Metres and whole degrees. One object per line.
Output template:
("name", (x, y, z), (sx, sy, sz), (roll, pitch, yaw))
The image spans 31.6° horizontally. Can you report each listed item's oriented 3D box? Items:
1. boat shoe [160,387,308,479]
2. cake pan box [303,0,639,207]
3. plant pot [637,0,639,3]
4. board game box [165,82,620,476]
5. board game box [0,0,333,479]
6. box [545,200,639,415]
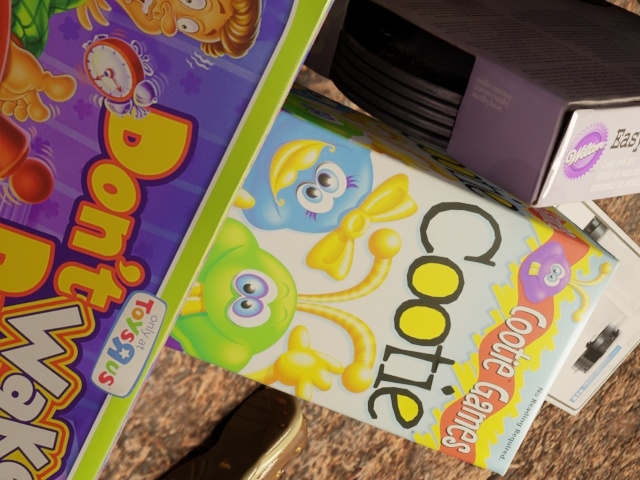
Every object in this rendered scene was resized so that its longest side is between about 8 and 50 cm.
("boat shoe", (-0.075, 0.196, 0.880), (0.178, 0.064, 0.060), (-44, 138, -16))
("cake pan box", (0.135, -0.112, 0.724), (0.267, 0.246, 0.070), (-10, 123, -41))
("plant pot", (0.289, -0.283, 0.733), (0.247, 0.247, 0.252), (-36, -178, -21))
("board game box", (0.000, 0.000, 0.646), (0.275, 0.142, 0.144), (22, 103, -13))
("board game box", (-0.145, -0.064, 0.503), (0.347, 0.233, 0.078), (-63, -176, 10))
("box", (0.194, 0.041, 1.003), (0.169, 0.087, 0.290), (-50, 141, 6))
